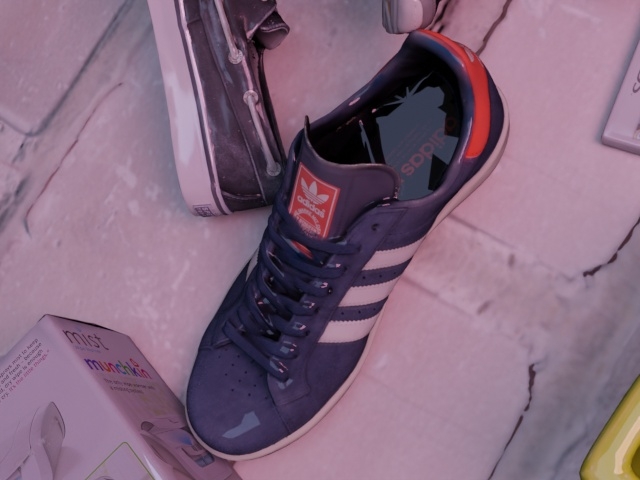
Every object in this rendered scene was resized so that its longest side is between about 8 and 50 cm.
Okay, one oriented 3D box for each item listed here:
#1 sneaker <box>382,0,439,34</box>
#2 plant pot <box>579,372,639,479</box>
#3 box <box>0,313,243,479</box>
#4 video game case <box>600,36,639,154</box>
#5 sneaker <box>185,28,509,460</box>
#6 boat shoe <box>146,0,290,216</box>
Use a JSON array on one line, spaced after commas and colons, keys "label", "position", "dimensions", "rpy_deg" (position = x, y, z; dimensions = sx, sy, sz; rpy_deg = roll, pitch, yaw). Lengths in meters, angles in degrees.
[{"label": "sneaker", "position": [0.090, -0.225, 0.615], "dimensions": [0.083, 0.084, 0.215], "rpy_deg": [8, 47, 9]}, {"label": "plant pot", "position": [0.287, 0.108, 0.425], "dimensions": [0.227, 0.207, 0.228], "rpy_deg": [37, 85, 22]}, {"label": "box", "position": [-0.199, 0.229, 0.601], "dimensions": [0.262, 0.127, 0.231], "rpy_deg": [-46, 67, 2]}, {"label": "video game case", "position": [0.302, -0.113, 0.584], "dimensions": [0.157, 0.019, 0.143], "rpy_deg": [21, 83, 21]}, {"label": "sneaker", "position": [0.000, 0.000, 0.583], "dimensions": [0.131, 0.148, 0.350], "rpy_deg": [33, 88, 22]}, {"label": "boat shoe", "position": [-0.076, -0.173, 0.655], "dimensions": [0.102, 0.108, 0.301], "rpy_deg": [-8, 91, 7]}]
